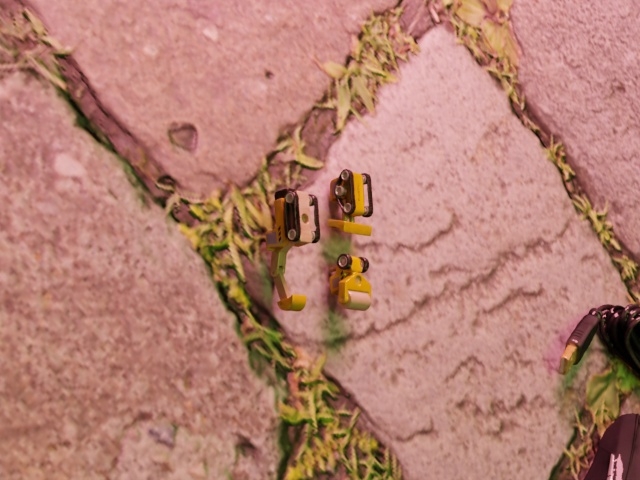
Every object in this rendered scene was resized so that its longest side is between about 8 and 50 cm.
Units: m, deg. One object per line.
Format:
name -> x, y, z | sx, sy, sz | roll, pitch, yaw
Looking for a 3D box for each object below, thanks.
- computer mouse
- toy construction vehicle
computer mouse -> 0.238, 0.167, 0.895 | 0.184, 0.060, 0.262 | 54, 52, -14
toy construction vehicle -> 0.000, 0.000, 0.775 | 0.086, 0.035, 0.098 | 5, 77, -49
